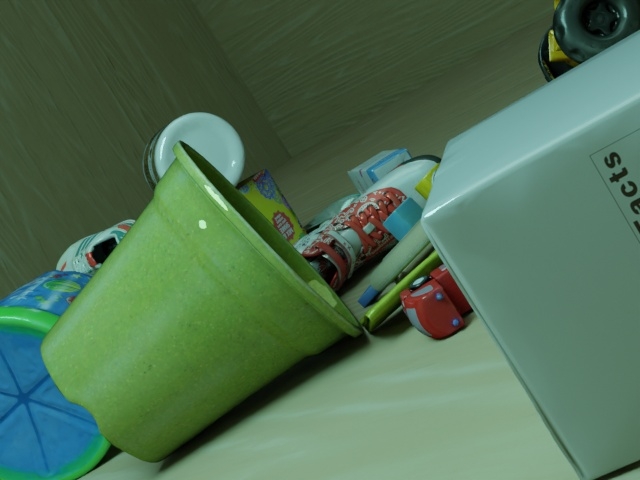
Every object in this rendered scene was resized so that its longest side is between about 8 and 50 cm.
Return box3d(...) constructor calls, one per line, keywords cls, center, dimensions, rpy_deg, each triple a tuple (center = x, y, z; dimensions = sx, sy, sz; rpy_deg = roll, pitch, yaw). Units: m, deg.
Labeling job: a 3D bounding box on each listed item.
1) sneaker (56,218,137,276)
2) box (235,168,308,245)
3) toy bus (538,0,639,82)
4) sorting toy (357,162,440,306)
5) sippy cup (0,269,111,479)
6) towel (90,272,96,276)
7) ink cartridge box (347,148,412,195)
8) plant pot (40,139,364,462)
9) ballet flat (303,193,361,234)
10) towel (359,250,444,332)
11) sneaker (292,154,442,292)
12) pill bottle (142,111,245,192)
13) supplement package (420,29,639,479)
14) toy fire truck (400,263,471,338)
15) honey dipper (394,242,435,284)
box3d(cls="sneaker", center=(-0.330, 0.022, 1.418), dimensions=(0.161, 0.057, 0.075), rpy_deg=(-26, 6, 21))
box3d(cls="box", center=(-0.197, 0.069, 1.474), dimensions=(0.279, 0.177, 0.290), rpy_deg=(-26, 11, 32))
box3d(cls="toy bus", center=(0.316, -0.145, 0.922), dimensions=(0.211, 0.220, 0.149), rpy_deg=(0, -4, 4))
box3d(cls="sorting toy", center=(0.129, -0.054, 1.045), dimensions=(0.196, 0.047, 0.347), rpy_deg=(-48, -2, -37))
box3d(cls="sippy cup", center=(-0.342, 0.151, 1.244), dimensions=(0.305, 0.240, 0.224), rpy_deg=(-7, 21, 8))
box3d(cls="towel", center=(-0.296, 0.042, 1.354), dimensions=(0.083, 0.009, 0.060), rpy_deg=(-31, 9, 10))
box3d(cls="ink cartridge box", center=(0.104, -0.074, 1.427), dimensions=(0.061, 0.104, 0.181), rpy_deg=(-33, 9, -6))
box3d(cls="plant pot", center=(-0.139, 0.082, 1.030), dimensions=(0.254, 0.276, 0.276), rpy_deg=(-44, 8, 2))
box3d(cls="ballet flat", center=(0.000, 0.000, 1.577), dimensions=(0.213, 0.072, 0.068), rpy_deg=(-28, 37, 30))
box3d(cls="towel", center=(0.130, 0.002, 0.992), dimensions=(0.237, 0.021, 0.102), rpy_deg=(-42, -11, -8))
box3d(cls="sneaker", center=(0.054, -0.004, 1.280), dimensions=(0.270, 0.090, 0.145), rpy_deg=(-33, 9, 20))
box3d(cls="pill bottle", center=(-0.202, -0.118, 1.506), dimensions=(0.131, 0.131, 0.229), rpy_deg=(-35, 10, -15))
box3d(cls="supplement package", center=(0.228, -0.034, 0.532), dimensions=(0.293, 0.175, 0.177), rpy_deg=(-29, 11, 20))
box3d(cls="toy fire truck", center=(0.165, 0.026, 0.851), dimensions=(0.192, 0.047, 0.135), rpy_deg=(-33, 10, -1))
box3d(cls="honey dipper", center=(0.130, 0.005, 1.153), dimensions=(0.030, 0.030, 0.161), rpy_deg=(-23, 15, 48))
